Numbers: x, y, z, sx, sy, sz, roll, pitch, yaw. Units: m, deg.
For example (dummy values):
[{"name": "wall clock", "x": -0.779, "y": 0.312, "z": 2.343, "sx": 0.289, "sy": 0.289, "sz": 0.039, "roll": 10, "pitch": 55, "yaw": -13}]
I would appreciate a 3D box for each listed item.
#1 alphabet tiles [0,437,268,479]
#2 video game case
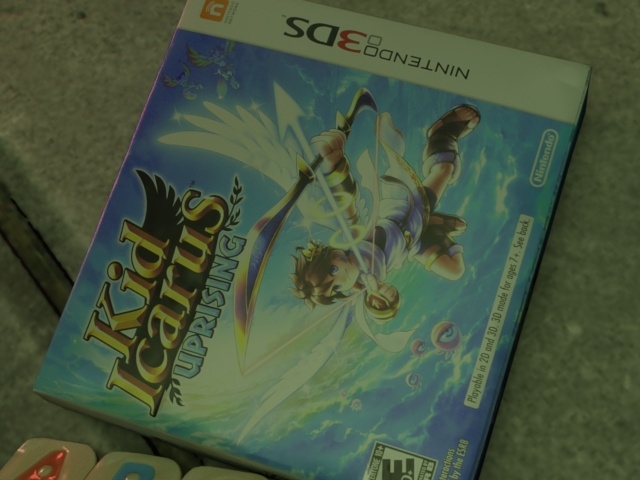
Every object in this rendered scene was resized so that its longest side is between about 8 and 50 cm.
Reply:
[{"name": "alphabet tiles", "x": -0.148, "y": 0.196, "z": 0.524, "sx": 0.284, "sy": 0.021, "sz": 0.278, "roll": 3, "pitch": 36, "yaw": 27}, {"name": "video game case", "x": 0.000, "y": 0.000, "z": 0.646, "sx": 0.244, "sy": 0.061, "sz": 0.269, "roll": 15, "pitch": 75, "yaw": 13}]
